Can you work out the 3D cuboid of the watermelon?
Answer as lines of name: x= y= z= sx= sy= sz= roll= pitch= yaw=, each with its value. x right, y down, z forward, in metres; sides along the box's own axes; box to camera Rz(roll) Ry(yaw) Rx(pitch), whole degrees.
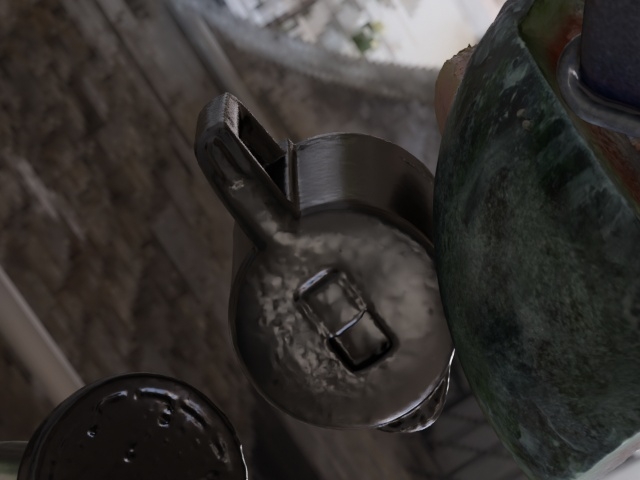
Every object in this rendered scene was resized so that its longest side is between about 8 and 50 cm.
watermelon: x=0.183 y=0.010 z=0.926 sx=0.214 sy=0.320 sz=0.289 roll=-2 pitch=-171 yaw=-16

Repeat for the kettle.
kettle: x=0.015 y=0.000 z=1.373 sx=0.203 sy=0.262 sz=0.308 roll=-8 pitch=-170 yaw=3

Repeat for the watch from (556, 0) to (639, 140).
watch: x=0.161 y=-0.133 z=0.672 sx=0.068 sy=0.193 sz=0.206 roll=19 pitch=-97 yaw=21

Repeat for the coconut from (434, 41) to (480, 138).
coconut: x=0.177 y=-0.112 z=1.489 sx=0.147 sy=0.147 sz=0.152 roll=-29 pitch=-158 yaw=10

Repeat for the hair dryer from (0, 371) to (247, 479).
hair dryer: x=-0.128 y=0.227 z=1.195 sx=0.155 sy=0.284 sz=0.320 roll=-57 pitch=-165 yaw=-24
